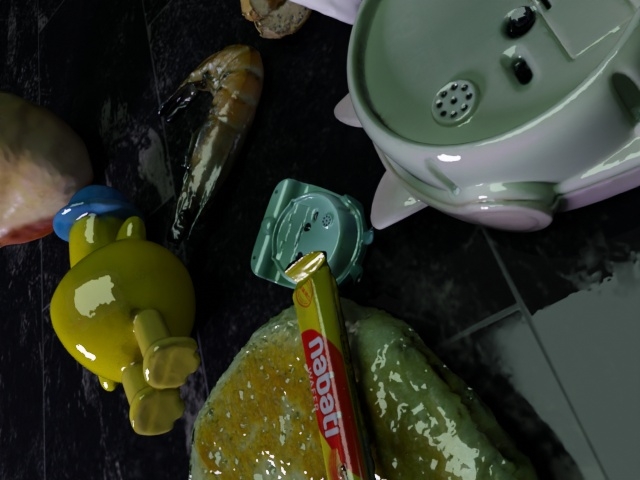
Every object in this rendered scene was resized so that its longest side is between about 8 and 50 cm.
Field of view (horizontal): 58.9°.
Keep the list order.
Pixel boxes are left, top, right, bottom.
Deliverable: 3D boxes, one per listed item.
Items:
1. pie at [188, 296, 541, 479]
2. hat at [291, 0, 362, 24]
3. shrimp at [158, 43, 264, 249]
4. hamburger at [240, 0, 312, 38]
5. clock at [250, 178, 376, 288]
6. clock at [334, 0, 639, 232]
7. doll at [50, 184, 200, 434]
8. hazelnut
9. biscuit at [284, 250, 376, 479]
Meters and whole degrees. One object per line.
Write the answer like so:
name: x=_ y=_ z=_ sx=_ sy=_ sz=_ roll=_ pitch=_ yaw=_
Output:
pie: x=0.008 y=0.199 z=0.427 sx=0.323 sy=0.070 sz=0.323 roll=-13 pitch=69 yaw=38
hat: x=0.013 y=-0.284 z=0.533 sx=0.203 sy=0.203 sz=0.126 roll=50 pitch=128 yaw=39
shrimp: x=-0.158 y=-0.118 z=0.694 sx=0.198 sy=0.051 sz=0.262 roll=8 pitch=78 yaw=49
hamburger: x=-0.049 y=-0.309 z=0.643 sx=0.102 sy=0.087 sz=0.176 roll=8 pitch=92 yaw=64
clock: x=0.000 y=0.000 z=0.515 sx=0.135 sy=0.041 sz=0.101 roll=15 pitch=85 yaw=42
clock: x=0.138 y=-0.143 z=0.400 sx=0.324 sy=0.108 sz=0.265 roll=-34 pitch=56 yaw=27
doll: x=-0.231 y=0.058 z=0.632 sx=0.363 sy=0.145 sz=0.199 roll=42 pitch=116 yaw=49
hazelnut: x=-0.478 y=-0.100 z=0.828 sx=0.261 sy=0.261 sz=0.241 roll=17 pitch=88 yaw=43
biscuit: x=0.017 y=0.144 z=0.371 sx=0.048 sy=0.026 sz=0.292 roll=-42 pitch=52 yaw=50
